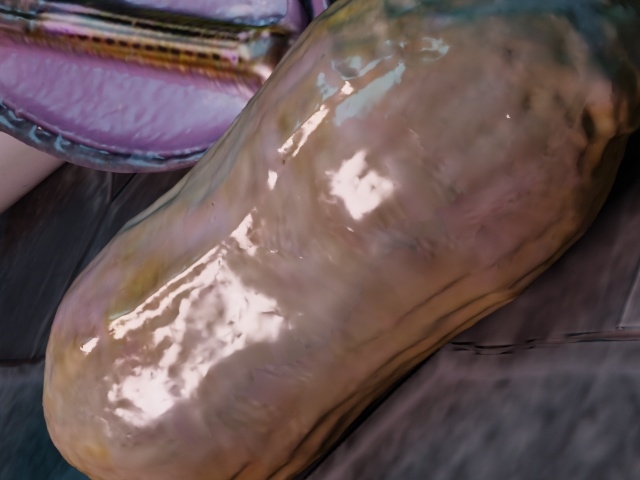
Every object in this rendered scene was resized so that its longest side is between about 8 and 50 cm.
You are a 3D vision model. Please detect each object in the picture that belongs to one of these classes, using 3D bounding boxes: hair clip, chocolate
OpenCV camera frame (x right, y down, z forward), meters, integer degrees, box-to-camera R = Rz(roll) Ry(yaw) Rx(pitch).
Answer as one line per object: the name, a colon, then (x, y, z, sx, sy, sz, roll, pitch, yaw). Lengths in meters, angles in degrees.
hair clip: (-0.141, -0.112, 1.037, 0.359, 0.095, 0.110, 17, 50, 31)
chocolate: (0.000, 0.000, 0.713, 0.309, 0.134, 0.134, -40, 31, 28)

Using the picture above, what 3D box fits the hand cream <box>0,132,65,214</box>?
hand cream: (-0.140, -0.138, 1.139, 0.359, 0.118, 0.185, -35, 41, 29)
